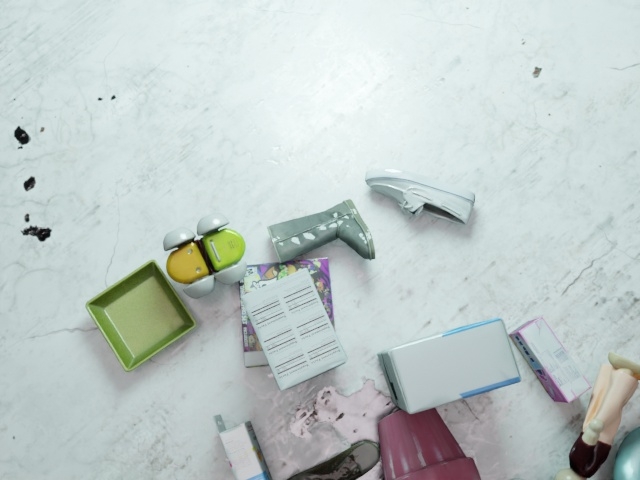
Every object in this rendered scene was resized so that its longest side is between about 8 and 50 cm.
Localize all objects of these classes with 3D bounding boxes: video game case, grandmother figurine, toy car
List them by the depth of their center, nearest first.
[{"bbox_3d":[0.567,0.410,1.474,0.104,0.208,0.342,22,81,46],"label":"grandmother figurine"},{"bbox_3d":[-0.251,0.034,1.593,0.182,0.136,0.159,-24,89,1],"label":"toy car"},{"bbox_3d":[-0.075,0.162,1.609,0.210,0.042,0.232,-5,78,-1],"label":"video game case"}]

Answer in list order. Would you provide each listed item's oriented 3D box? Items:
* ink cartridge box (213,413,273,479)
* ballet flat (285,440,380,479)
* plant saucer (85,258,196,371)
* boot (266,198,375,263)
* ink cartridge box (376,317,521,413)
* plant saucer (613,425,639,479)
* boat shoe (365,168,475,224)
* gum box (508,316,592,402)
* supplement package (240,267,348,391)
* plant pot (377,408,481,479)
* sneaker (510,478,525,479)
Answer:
[{"bbox_3d":[-0.164,0.447,1.522,0.062,0.104,0.181,-23,79,-3],"label":"ink cartridge box"},{"bbox_3d":[0.018,0.507,1.537,0.250,0.058,0.084,-32,84,0],"label":"ballet flat"},{"bbox_3d":[-0.402,0.170,1.614,0.188,0.045,0.188,-34,80,-6],"label":"plant saucer"},{"bbox_3d":[0.001,0.002,1.603,0.209,0.076,0.189,-18,48,-12],"label":"boot"},{"bbox_3d":[0.248,0.253,1.449,0.223,0.307,0.129,-17,81,-2],"label":"ink cartridge box"},{"bbox_3d":[0.746,0.521,1.446,0.318,0.043,0.317,10,56,-15],"label":"plant saucer"},{"bbox_3d":[0.223,-0.098,1.629,0.258,0.095,0.084,13,75,5],"label":"boat shoe"},{"bbox_3d":[0.496,0.263,1.542,0.062,0.107,0.188,-32,79,-5],"label":"gum box"},{"bbox_3d":[-0.051,0.190,1.482,0.149,0.194,0.203,-24,80,-4],"label":"supplement package"},{"bbox_3d":[0.207,0.448,1.480,0.201,0.201,0.180,-18,63,-2],"label":"plant pot"},{"bbox_3d":[0.385,0.640,1.449,0.105,0.147,0.295,20,81,3],"label":"sneaker"}]
